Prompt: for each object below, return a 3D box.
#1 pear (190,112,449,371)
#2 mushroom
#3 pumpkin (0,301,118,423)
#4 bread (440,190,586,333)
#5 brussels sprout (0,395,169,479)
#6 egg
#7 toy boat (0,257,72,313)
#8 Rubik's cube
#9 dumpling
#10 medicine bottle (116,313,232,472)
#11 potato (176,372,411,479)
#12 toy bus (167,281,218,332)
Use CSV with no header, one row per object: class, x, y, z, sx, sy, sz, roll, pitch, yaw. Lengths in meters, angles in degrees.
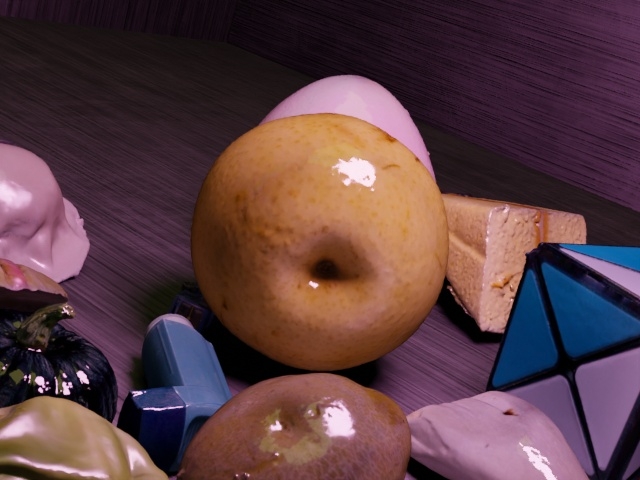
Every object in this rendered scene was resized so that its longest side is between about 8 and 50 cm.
pear,0.000,0.000,1.244,0.348,0.348,0.348,15,18,-5
mushroom,0.225,0.272,1.021,0.159,0.122,0.329,-29,33,-14
pumpkin,-0.285,0.139,0.894,0.194,0.150,0.194,-9,11,2
bread,0.291,0.026,1.752,0.346,0.242,0.405,8,1,-34
brussels sprout,-0.211,0.223,0.537,0.328,0.247,0.328,18,15,-5
egg,0.030,-0.097,1.566,0.355,0.339,0.354,13,18,-4
toy boat,-0.404,0.049,0.942,0.294,0.111,0.276,-9,-6,-13
Rubik's cube,0.405,0.160,1.265,0.250,0.248,0.246,2,22,-36
dumpling,-0.424,-0.046,1.305,0.204,0.163,0.293,25,7,39
medicine bottle,-0.161,0.158,1.040,0.124,0.079,0.258,10,18,-18
potato,-0.023,0.208,0.901,0.235,0.160,0.178,-9,4,-26
toy bus,-0.157,0.081,1.327,0.061,0.051,0.153,25,18,9
